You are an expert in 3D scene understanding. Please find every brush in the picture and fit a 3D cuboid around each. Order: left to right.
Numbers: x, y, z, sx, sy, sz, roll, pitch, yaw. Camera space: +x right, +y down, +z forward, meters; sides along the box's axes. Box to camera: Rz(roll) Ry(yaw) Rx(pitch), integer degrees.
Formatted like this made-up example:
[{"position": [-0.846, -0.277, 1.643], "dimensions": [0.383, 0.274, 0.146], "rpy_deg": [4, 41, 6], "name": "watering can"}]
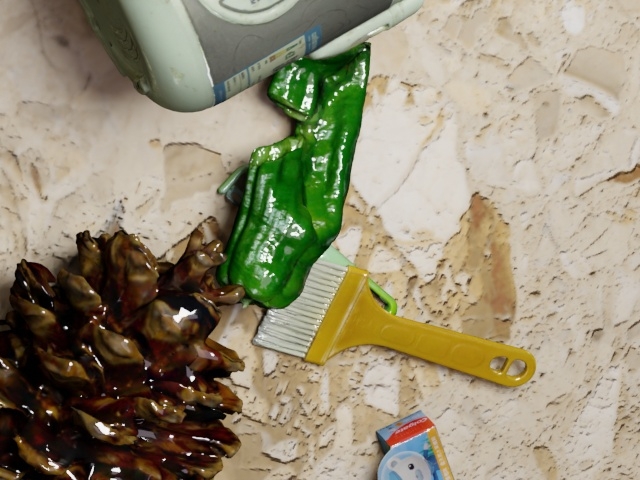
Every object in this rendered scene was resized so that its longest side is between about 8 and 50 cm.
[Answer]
[{"position": [0.078, 0.087, 1.707], "dimensions": [0.272, 0.013, 0.103], "rpy_deg": [17, 114, -21], "name": "brush"}]

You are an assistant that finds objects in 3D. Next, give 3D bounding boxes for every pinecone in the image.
[{"position": [-0.178, 0.107, 1.527], "dimensions": [0.244, 0.243, 0.257], "rpy_deg": [12, 87, -23], "name": "pinecone"}]

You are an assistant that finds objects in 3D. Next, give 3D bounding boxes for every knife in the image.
[{"position": [0.000, 0.000, 1.668], "dimensions": [0.212, 0.015, 0.054], "rpy_deg": [41, 83, -25], "name": "knife"}]

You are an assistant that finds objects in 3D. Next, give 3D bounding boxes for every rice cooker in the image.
[{"position": [-0.064, -0.260, 1.424], "dimensions": [0.277, 0.288, 0.288], "rpy_deg": [-29, 114, -10], "name": "rice cooker"}]

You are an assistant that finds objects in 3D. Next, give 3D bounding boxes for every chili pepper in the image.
[{"position": [-0.015, -0.058, 1.594], "dimensions": [0.099, 0.083, 0.253], "rpy_deg": [25, 79, -54], "name": "chili pepper"}]

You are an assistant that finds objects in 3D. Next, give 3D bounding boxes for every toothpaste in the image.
[{"position": [0.100, 0.261, 1.768], "dimensions": [0.070, 0.044, 0.193], "rpy_deg": [-24, 112, -10], "name": "toothpaste"}]
